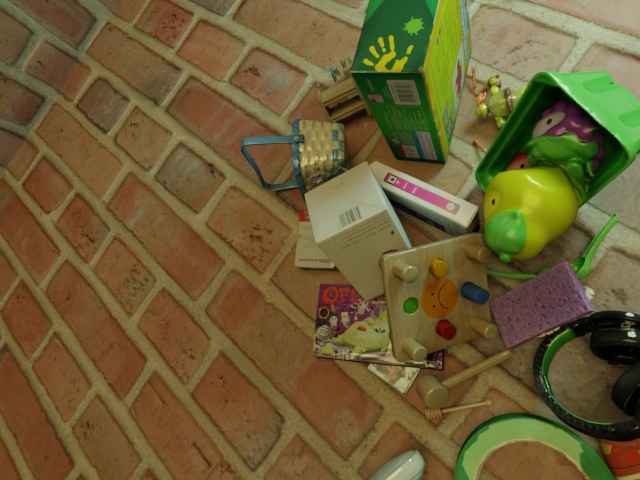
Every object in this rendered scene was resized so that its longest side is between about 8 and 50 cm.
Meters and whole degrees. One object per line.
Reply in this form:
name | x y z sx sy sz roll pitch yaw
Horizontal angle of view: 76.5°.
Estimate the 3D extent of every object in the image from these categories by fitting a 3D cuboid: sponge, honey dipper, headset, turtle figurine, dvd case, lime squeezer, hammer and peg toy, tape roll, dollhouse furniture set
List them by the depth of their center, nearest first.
headset | 0.655 0.264 0.823 0.394 0.185 0.243 -29 37 30
tape roll | 0.459 0.550 0.879 0.321 0.077 0.321 -5 76 21
sponge | 0.490 0.149 0.917 0.210 0.031 0.117 -47 43 42
hammer and peg toy | 0.281 0.177 0.936 0.266 0.127 0.361 -14 103 -14
lime squeezer | 0.556 0.057 0.955 0.310 0.059 0.110 -26 109 17
honey dipper | 0.337 0.408 0.991 0.161 0.030 0.030 -19 71 14
dvd case | 0.195 0.336 1.073 0.119 0.013 0.087 31 90 25
turtle figurine | 0.507 -0.378 1.081 0.217 0.087 0.269 -10 74 20
dollhouse furniture set | 0.070 -0.460 1.276 0.129 0.129 0.183 -21 46 17

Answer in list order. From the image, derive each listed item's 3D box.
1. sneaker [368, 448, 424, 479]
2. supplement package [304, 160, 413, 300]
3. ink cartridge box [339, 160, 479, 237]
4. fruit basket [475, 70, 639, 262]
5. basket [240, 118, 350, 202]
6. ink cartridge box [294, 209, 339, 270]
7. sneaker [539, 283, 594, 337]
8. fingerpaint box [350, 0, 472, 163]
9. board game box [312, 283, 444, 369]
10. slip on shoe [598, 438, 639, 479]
sneaker | 0.148 0.659 0.960 0.150 0.135 0.366 41 103 17
supplement package | 0.115 -0.011 1.015 0.177 0.293 0.175 -27 46 13
ink cartridge box | 0.236 -0.115 1.077 0.371 0.176 0.069 28 88 25
fruit basket | 0.453 -0.130 0.865 0.392 0.392 0.283 -34 67 11
basket | -0.061 -0.229 1.185 0.289 0.255 0.201 -1 70 12
ink cartridge box | 0.000 0.000 1.201 0.127 0.072 0.175 1 78 22
sneaker | 0.535 0.150 0.936 0.075 0.063 0.170 43 104 -3
fingerpaint box | 0.249 -0.453 1.007 0.163 0.445 0.371 11 82 25
board game box | 0.153 0.225 1.091 0.347 0.056 0.208 -1 67 22
slip on shoe | 0.719 0.369 0.801 0.331 0.123 0.101 -37 63 15
